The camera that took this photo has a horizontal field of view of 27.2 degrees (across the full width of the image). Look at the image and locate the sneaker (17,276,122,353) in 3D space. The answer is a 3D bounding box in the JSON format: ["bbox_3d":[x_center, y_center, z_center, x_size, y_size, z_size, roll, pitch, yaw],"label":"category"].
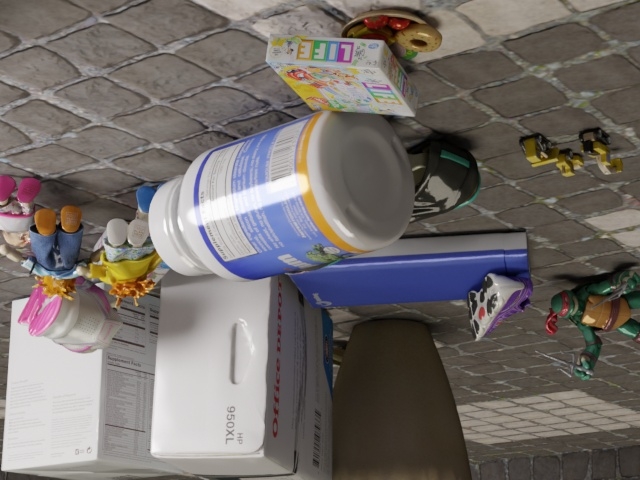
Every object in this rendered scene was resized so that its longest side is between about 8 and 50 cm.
[{"bbox_3d":[-0.330,0.099,1.765,0.111,0.103,0.252,28,-178,-19],"label":"sneaker"}]

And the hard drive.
[{"bbox_3d":[0.128,0.044,1.828,0.319,0.040,0.210,-4,162,10],"label":"hard drive"}]

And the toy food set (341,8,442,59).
[{"bbox_3d":[0.059,-0.179,1.168,0.083,0.020,0.083,13,158,-37],"label":"toy food set"}]

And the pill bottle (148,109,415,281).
[{"bbox_3d":[-0.050,-0.039,1.384,0.272,0.152,0.152,-15,157,41],"label":"pill bottle"}]

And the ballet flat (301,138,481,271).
[{"bbox_3d":[0.045,-0.049,1.479,0.280,0.095,0.096,-25,141,32],"label":"ballet flat"}]

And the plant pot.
[{"bbox_3d":[0.118,0.277,2.174,0.257,0.273,0.256,0,161,0],"label":"plant pot"}]

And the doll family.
[{"bbox_3d":[-0.282,0.015,1.576,0.263,0.118,0.163,4,153,-7],"label":"doll family"}]

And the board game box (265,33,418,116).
[{"bbox_3d":[0.023,-0.148,1.196,0.104,0.026,0.154,5,171,17],"label":"board game box"}]

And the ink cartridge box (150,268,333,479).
[{"bbox_3d":[-0.101,0.205,1.929,0.166,0.285,0.395,-3,161,12],"label":"ink cartridge box"}]

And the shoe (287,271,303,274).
[{"bbox_3d":[0.000,0.000,1.623,0.178,0.081,0.063,1,162,-4],"label":"shoe"}]

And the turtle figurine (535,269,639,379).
[{"bbox_3d":[0.421,0.106,1.919,0.234,0.118,0.175,4,121,-18],"label":"turtle figurine"}]

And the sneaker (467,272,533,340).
[{"bbox_3d":[0.247,0.093,1.814,0.071,0.068,0.170,-3,162,-12],"label":"sneaker"}]

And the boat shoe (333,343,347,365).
[{"bbox_3d":[0.070,0.203,2.333,0.153,0.048,0.056,15,170,-23],"label":"boat shoe"}]

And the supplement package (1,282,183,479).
[{"bbox_3d":[-0.339,0.222,2.014,0.199,0.262,0.198,-12,159,32],"label":"supplement package"}]

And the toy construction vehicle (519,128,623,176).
[{"bbox_3d":[0.272,-0.088,1.429,0.086,0.035,0.098,-11,159,31],"label":"toy construction vehicle"}]

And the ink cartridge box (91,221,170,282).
[{"bbox_3d":[-0.244,0.019,1.728,0.089,0.052,0.122,6,163,-19],"label":"ink cartridge box"}]
